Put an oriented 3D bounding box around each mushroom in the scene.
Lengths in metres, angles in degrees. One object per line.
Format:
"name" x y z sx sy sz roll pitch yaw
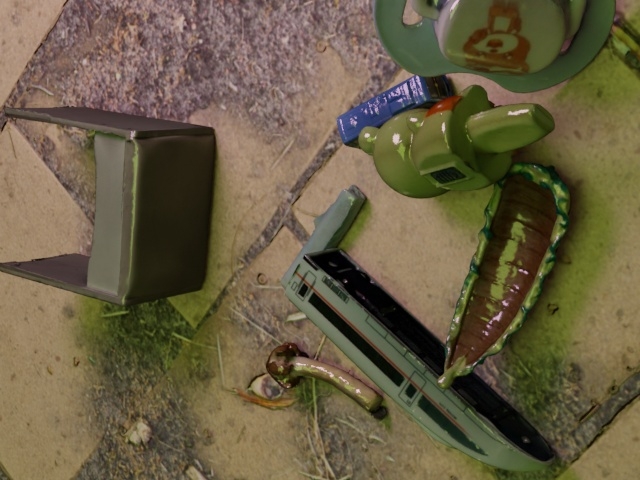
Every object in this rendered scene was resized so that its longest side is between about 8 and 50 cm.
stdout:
"mushroom" 0.006 0.192 1.712 0.187 0.061 0.060 21 102 27

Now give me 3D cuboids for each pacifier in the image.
"pacifier" 0.197 -0.295 1.450 0.207 0.279 0.227 -98 20 -54

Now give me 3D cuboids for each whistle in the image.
"whistle" 0.160 -0.117 1.494 0.288 0.131 0.106 -16 46 52

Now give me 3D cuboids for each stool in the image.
"stool" -0.310 -0.057 1.826 0.269 0.170 0.243 13 103 33

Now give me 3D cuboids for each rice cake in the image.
"rice cake" 0.000 0.000 1.704 0.042 0.030 0.180 46 118 25

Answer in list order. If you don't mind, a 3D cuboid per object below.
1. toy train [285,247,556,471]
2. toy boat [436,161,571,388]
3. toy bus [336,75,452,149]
"toy train" 0.121 0.170 1.608 0.407 0.086 0.088 43 117 23
"toy boat" 0.220 0.044 1.522 0.108 0.099 0.293 29 104 30
"toy bus" 0.092 -0.164 1.601 0.153 0.061 0.051 -25 76 36
